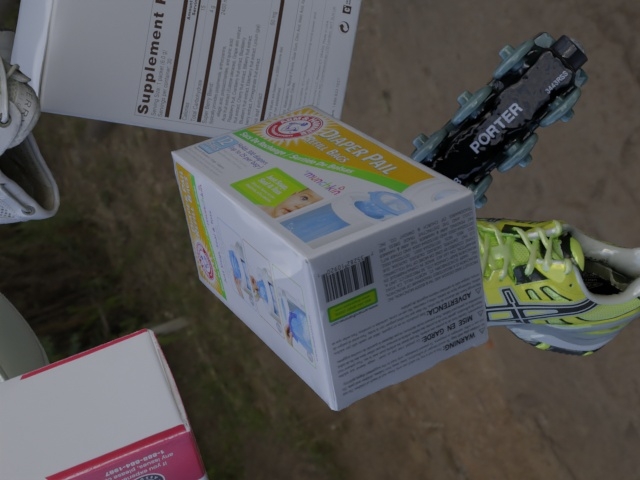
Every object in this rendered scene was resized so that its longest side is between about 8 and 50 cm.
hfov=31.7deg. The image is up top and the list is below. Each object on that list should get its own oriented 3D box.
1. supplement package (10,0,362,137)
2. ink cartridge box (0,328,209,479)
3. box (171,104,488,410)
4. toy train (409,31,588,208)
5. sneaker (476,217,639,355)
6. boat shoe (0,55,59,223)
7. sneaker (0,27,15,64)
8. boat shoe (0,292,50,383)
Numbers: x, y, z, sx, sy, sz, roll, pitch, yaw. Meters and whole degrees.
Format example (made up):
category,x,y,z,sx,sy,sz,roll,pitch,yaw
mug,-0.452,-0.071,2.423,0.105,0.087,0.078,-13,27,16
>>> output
category,x,y,z,sx,sy,sz,roll,pitch,yaw
supplement package,-0.135,-0.195,1.098,0.177,0.292,0.175,-153,72,-64
ink cartridge box,-0.162,0.196,0.798,0.237,0.172,0.100,81,164,-47
box,0.000,0.000,0.713,0.203,0.114,0.103,36,141,54
toy train,0.255,-0.171,1.664,0.142,0.334,0.190,44,-167,-2
sneaker,0.190,0.021,1.202,0.147,0.384,0.145,-48,42,49
boat shoe,-0.255,-0.104,0.838,0.277,0.096,0.098,84,-169,-60
sneaker,-0.425,-0.172,1.296,0.111,0.297,0.129,-11,100,20
boat shoe,-0.302,0.157,1.077,0.305,0.091,0.109,54,-168,21
